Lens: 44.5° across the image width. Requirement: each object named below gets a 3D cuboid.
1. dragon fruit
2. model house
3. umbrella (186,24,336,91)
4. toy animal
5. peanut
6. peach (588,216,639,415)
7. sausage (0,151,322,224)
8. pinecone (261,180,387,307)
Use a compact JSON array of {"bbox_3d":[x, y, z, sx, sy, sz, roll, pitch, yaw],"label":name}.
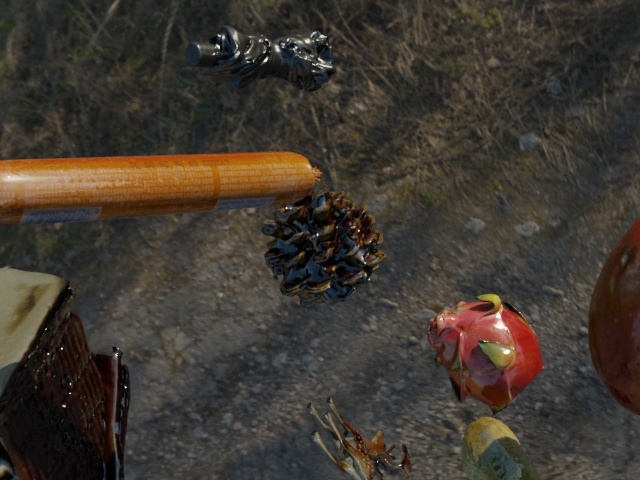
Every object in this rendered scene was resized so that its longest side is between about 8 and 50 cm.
[{"bbox_3d":[0.330,0.223,1.587,0.224,0.224,0.227,-40,76,11],"label":"dragon fruit"},{"bbox_3d":[-0.373,0.212,0.861,0.317,0.282,0.297,4,34,22],"label":"model house"},{"bbox_3d":[-0.102,-0.304,1.314,0.122,0.272,0.110,36,124,42],"label":"umbrella"},{"bbox_3d":[0.074,0.415,1.510,0.087,0.243,0.260,-37,102,17],"label":"toy animal"},{"bbox_3d":[0.334,0.431,1.447,0.120,0.110,0.236,-12,36,-5],"label":"peanut"},{"bbox_3d":[0.574,0.121,1.144,0.335,0.406,0.310,27,47,3],"label":"peach"},{"bbox_3d":[-0.138,-0.048,0.679,0.053,0.348,0.053,11,104,51],"label":"sausage"},{"bbox_3d":[-0.007,0.011,1.566,0.243,0.257,0.243,-48,17,20],"label":"pinecone"}]
